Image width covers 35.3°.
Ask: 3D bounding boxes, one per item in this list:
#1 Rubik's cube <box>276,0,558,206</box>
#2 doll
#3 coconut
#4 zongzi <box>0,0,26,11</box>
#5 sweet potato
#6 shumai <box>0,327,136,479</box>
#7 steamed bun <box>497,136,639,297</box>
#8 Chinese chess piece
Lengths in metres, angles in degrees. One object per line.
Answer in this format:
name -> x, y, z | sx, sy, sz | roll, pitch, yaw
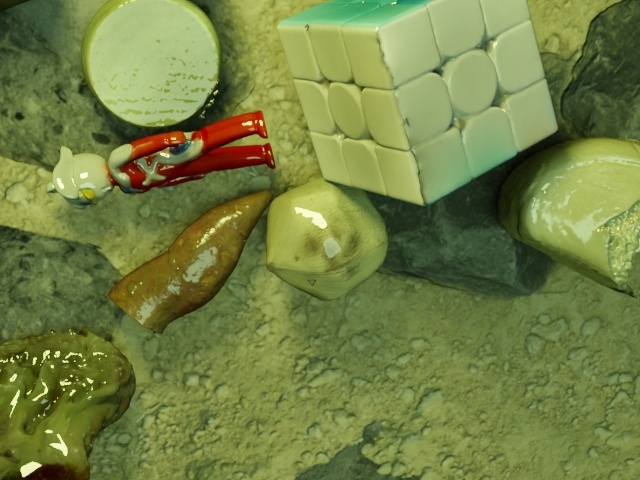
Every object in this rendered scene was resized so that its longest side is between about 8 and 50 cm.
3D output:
Rubik's cube -> 0.153, -0.257, 1.600 | 0.290, 0.292, 0.291 | -28, 114, -24
doll -> -0.270, -0.130, 1.673 | 0.384, 0.188, 0.099 | -11, 71, 2
coconut -> 0.000, 0.000, 1.748 | 0.224, 0.224, 0.224 | -4, 110, -11
zongzi -> -0.604, -0.482, 1.470 | 0.323, 0.160, 0.360 | -24, 113, -4
sweet potato -> -0.207, 0.035, 1.762 | 0.337, 0.131, 0.131 | -38, 112, 4
shumai -> -0.487, 0.310, 1.713 | 0.346, 0.283, 0.217 | -11, 113, -6
steamed bun -> 0.475, -0.083, 1.793 | 0.273, 0.290, 0.272 | 27, 88, -12
Chinese chess piece -> -0.273, -0.294, 1.645 | 0.238, 0.092, 0.237 | -4, 109, -11
